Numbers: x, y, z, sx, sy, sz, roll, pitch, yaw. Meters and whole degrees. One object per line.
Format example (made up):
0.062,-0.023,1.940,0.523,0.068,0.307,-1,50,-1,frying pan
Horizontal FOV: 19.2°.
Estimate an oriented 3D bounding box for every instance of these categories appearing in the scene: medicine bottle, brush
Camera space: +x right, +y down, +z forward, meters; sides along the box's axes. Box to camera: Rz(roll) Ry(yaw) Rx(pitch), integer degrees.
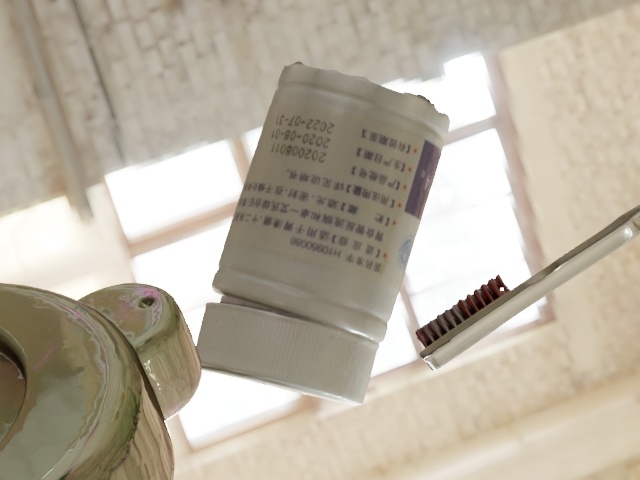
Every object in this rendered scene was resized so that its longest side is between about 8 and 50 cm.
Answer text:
0.000,0.000,1.974,0.190,0.190,0.332,174,-66,-78,medicine bottle
0.252,0.047,2.271,0.050,0.321,0.060,60,5,32,brush

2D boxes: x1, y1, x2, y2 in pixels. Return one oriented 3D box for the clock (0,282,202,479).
-0.230,0.138,1.082,0.284,0.309,0.114,-80,158,-51,clock
